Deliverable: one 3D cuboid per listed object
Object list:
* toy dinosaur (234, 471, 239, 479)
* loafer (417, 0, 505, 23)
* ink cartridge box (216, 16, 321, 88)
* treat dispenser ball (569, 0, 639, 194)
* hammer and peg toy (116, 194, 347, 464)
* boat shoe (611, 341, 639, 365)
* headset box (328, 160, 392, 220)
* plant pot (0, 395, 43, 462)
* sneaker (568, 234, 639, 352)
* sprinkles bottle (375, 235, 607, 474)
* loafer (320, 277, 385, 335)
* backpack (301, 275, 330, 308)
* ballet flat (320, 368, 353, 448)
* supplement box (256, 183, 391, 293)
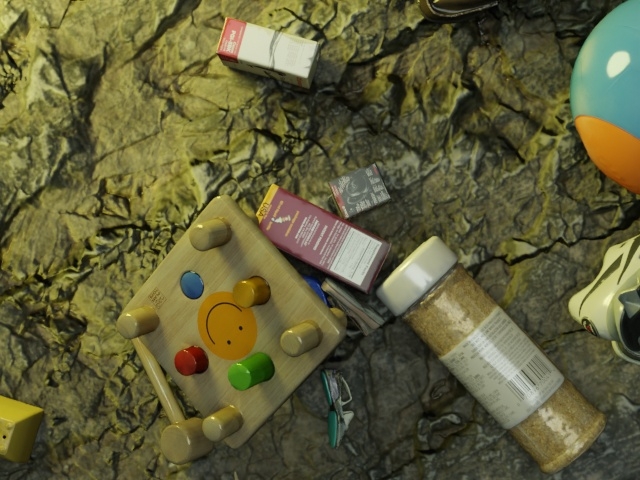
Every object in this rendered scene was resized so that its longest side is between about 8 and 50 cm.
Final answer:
[{"bbox_3d":[-0.060,0.405,1.835,0.183,0.053,0.093,27,73,-5],"label":"toy dinosaur"},{"bbox_3d":[0.243,-0.375,1.837,0.220,0.078,0.080,-20,87,0],"label":"loafer"},{"bbox_3d":[-0.072,-0.265,1.831,0.135,0.099,0.056,16,88,3],"label":"ink cartridge box"},{"bbox_3d":[0.479,-0.196,1.719,0.288,0.288,0.288,0,88,2],"label":"treat dispenser ball"},{"bbox_3d":[-0.157,0.142,1.737,0.266,0.127,0.361,49,119,12],"label":"hammer and peg toy"},{"bbox_3d":[0.564,0.120,1.801,0.304,0.091,0.109,-7,87,1],"label":"boat shoe"},{"bbox_3d":[0.053,-0.069,1.852,0.083,0.032,0.062,-24,87,1],"label":"headset box"},{"bbox_3d":[-0.451,0.270,1.826,0.081,0.083,0.082,17,87,2],"label":"plant pot"},{"bbox_3d":[0.479,0.020,1.798,0.330,0.146,0.123,-33,116,-23],"label":"sneaker"},{"bbox_3d":[0.236,0.160,1.794,0.121,0.121,0.355,-43,87,-1],"label":"sprinkles bottle"},{"bbox_3d":[0.041,0.097,1.815,0.039,0.045,0.125,-48,127,7],"label":"loafer"},{"bbox_3d":[-0.045,0.105,1.815,0.120,0.101,0.098,-14,96,-1],"label":"backpack"},{"bbox_3d":[0.028,0.239,1.839,0.041,0.041,0.114,-8,88,1],"label":"ballet flat"},{"bbox_3d":[0.000,0.000,1.815,0.188,0.104,0.081,27,88,2],"label":"supplement box"}]
